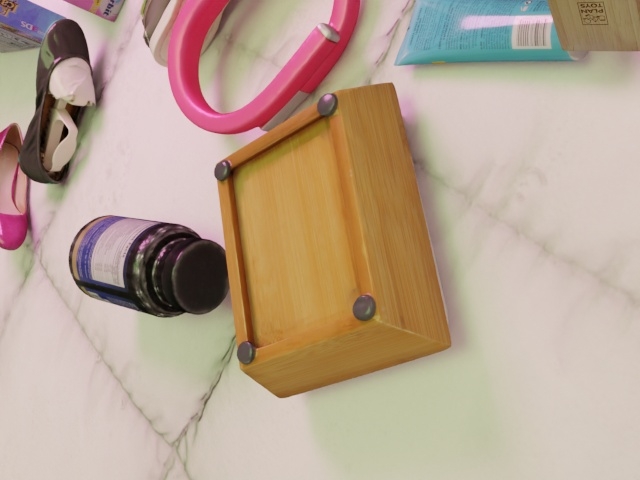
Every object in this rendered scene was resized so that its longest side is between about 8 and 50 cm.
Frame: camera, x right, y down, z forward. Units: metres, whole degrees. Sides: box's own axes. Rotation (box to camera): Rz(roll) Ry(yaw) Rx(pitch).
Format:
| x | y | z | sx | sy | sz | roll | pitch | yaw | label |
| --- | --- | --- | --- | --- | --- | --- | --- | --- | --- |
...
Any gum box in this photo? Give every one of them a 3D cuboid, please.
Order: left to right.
| x | y | z | sx | sy | sz | roll | pitch | yaw | label |
| --- | --- | --- | --- | --- | --- | --- | --- | --- | --- |
| -0.419 | -0.451 | 1.209 | 0.188 | 0.107 | 0.062 | 46 | 111 | 36 | gum box |

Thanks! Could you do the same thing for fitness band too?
| x | y | z | sx | sy | sz | roll | pitch | yaw | label |
| --- | --- | --- | --- | --- | --- | --- | --- | --- | --- |
| -0.080 | -0.261 | 0.887 | 0.291 | 0.054 | 0.209 | -44 | 71 | 25 | fitness band |

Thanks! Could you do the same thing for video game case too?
| x | y | z | sx | sy | sz | roll | pitch | yaw | label |
| --- | --- | --- | --- | --- | --- | --- | --- | --- | --- |
| -0.642 | -0.420 | 1.287 | 0.244 | 0.270 | 0.061 | 11 | 87 | 41 | video game case |

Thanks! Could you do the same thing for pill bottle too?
| x | y | z | sx | sy | sz | roll | pitch | yaw | label |
| --- | --- | --- | --- | --- | --- | --- | --- | --- | --- |
| -0.223 | 0.034 | 0.939 | 0.219 | 0.123 | 0.122 | 8 | 87 | 41 | pill bottle |

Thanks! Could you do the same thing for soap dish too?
| x | y | z | sx | sy | sz | roll | pitch | yaw | label |
| --- | --- | --- | --- | --- | --- | --- | --- | --- | --- |
| 0.000 | 0.000 | 0.757 | 0.229 | 0.118 | 0.290 | -24 | 66 | 35 | soap dish |

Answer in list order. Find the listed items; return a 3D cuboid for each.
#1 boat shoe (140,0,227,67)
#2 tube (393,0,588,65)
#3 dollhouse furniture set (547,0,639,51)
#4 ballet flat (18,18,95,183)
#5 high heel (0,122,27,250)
| x | y | z | sx | sy | sz | roll | pitch | yaw | label |
| --- | --- | --- | --- | --- | --- | --- | --- | --- | --- |
| -0.149 | -0.374 | 0.962 | 0.305 | 0.109 | 0.091 | -46 | 61 | 30 | boat shoe |
| 0.161 | -0.207 | 0.707 | 0.207 | 0.052 | 0.080 | 18 | 84 | 44 | tube |
| 0.257 | -0.294 | 0.578 | 0.262 | 0.135 | 0.259 | 14 | 64 | 41 | dollhouse furniture set |
| -0.425 | -0.220 | 1.190 | 0.096 | 0.095 | 0.280 | 31 | 113 | 30 | ballet flat |
| -0.553 | -0.098 | 1.277 | 0.117 | 0.082 | 0.244 | -54 | 39 | 32 | high heel |
